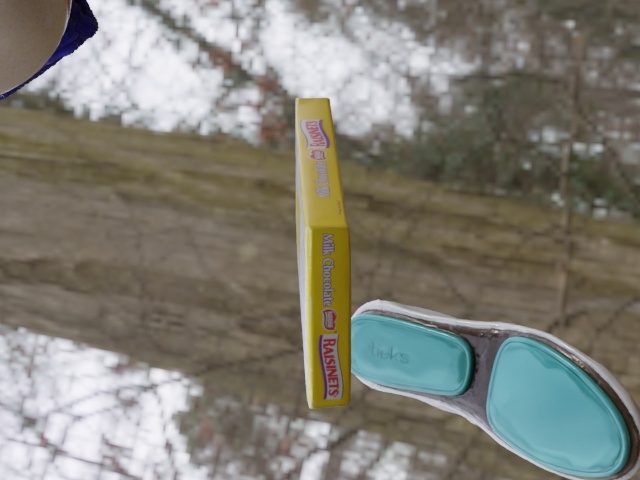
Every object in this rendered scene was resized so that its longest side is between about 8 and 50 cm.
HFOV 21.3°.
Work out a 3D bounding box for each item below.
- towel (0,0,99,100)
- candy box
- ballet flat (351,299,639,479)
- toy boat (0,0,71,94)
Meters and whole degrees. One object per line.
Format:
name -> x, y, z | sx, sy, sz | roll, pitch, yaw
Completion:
towel -> -0.375, -0.171, 1.483 | 0.227, 0.308, 0.076 | 46, -161, -33
candy box -> 0.000, 0.000, 0.959 | 0.206, 0.027, 0.105 | -96, 2, -66
ballet flat -> 0.204, 0.147, 1.825 | 0.139, 0.400, 0.139 | -20, -61, -43
toy boat -> -0.225, -0.192, 0.942 | 0.151, 0.151, 0.231 | -87, -19, -55
